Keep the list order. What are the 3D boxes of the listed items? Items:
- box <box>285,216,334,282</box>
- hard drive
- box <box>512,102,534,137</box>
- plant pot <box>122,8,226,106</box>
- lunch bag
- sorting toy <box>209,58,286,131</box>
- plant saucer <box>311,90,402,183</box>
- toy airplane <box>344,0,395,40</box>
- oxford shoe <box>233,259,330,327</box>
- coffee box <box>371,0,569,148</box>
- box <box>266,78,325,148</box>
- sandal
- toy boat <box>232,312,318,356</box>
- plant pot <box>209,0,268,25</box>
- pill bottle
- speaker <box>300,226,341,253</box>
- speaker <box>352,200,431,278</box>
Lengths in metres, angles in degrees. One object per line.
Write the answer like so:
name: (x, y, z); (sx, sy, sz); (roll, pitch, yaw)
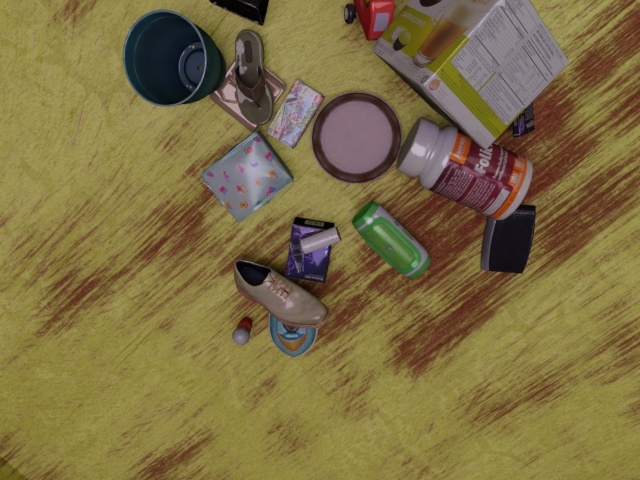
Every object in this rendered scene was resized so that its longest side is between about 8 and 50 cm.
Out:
box: (-0.037, 0.034, 1.923); (0.153, 0.108, 0.207); (8, 108, 1)
hard drive: (0.672, -0.003, 1.891); (0.171, 0.054, 0.255); (5, 108, 2)
box: (0.657, -0.427, 1.732); (0.029, 0.116, 0.162); (4, 112, 45)
plant pot: (-0.429, -0.557, 1.669); (0.271, 0.255, 0.272); (3, 103, 13)
lunch bag: (-0.254, -0.218, 1.832); (0.262, 0.160, 0.223); (-36, 103, 8)
sorting toy: (-0.246, -0.507, 1.804); (0.193, 0.038, 0.208); (38, 111, -8)
plant saucer: (0.123, -0.352, 1.820); (0.310, 0.050, 0.311); (1, 108, 3)
toy airplane: (0.162, -0.843, 1.539); (0.384, 0.272, 0.386); (40, 90, -19)
oxford shoe: (-0.151, 0.190, 1.885); (0.396, 0.141, 0.147); (21, 152, 18)
coffee box: (0.421, -0.538, 1.526); (0.338, 0.338, 0.334); (29, 110, -38)
box: (-0.085, -0.432, 1.814); (0.114, 0.036, 0.207); (31, 107, -6)
sandal: (-0.231, -0.525, 1.727); (0.120, 0.086, 0.303); (-5, 110, 9)
toy boat: (-0.169, 0.334, 2.006); (0.317, 0.148, 0.268); (-5, 108, 5)
plant pot: (-0.239, -0.802, 1.638); (0.188, 0.187, 0.167); (24, 96, -4)
pill bottle: (0.464, -0.240, 1.740); (0.391, 0.224, 0.224); (23, 108, -4)
speaker: (0.000, 0.000, 1.823); (0.136, 0.055, 0.055); (-21, 105, 9)
speaker: (0.252, 0.000, 1.884); (0.296, 0.131, 0.131); (43, 105, -10)
